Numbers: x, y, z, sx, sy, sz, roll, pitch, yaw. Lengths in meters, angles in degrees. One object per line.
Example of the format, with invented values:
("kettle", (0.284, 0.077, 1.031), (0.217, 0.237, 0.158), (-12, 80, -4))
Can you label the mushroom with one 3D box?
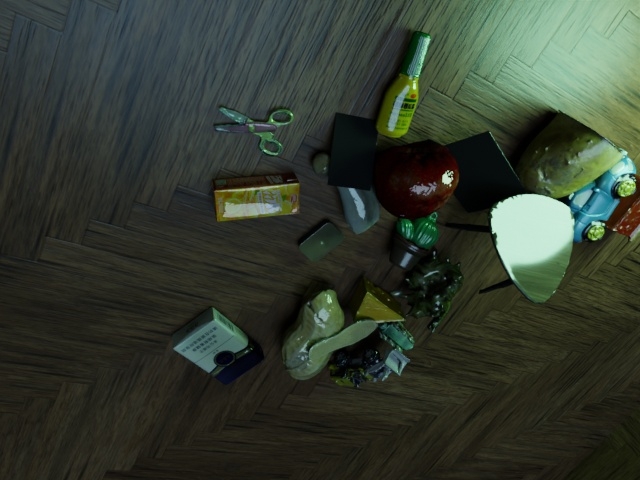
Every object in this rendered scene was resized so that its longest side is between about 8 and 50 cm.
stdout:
("mushroom", (0.081, -0.141, 1.397), (0.118, 0.103, 0.270), (-35, 116, -4))

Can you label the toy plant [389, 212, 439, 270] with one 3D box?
("toy plant", (0.283, -0.009, 1.551), (0.143, 0.105, 0.200), (26, 95, -16))

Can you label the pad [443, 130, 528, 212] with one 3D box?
("pad", (0.454, -0.187, 1.466), (0.202, 0.005, 0.300), (-14, 137, 40))

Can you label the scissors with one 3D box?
("scissors", (-0.168, -0.281, 1.259), (0.187, 0.020, 0.133), (9, 124, -25))

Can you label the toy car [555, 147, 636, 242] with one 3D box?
("toy car", (0.826, -0.149, 1.582), (0.166, 0.198, 0.314), (14, 119, -13))

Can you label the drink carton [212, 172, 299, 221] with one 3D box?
("drink carton", (-0.169, -0.116, 1.340), (0.223, 0.071, 0.096), (-6, 123, -15))

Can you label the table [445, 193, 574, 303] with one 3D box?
("table", (0.557, 0.036, 1.537), (0.317, 0.249, 0.317), (3, 83, -22))

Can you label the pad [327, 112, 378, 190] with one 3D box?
("pad", (0.087, -0.231, 1.334), (0.127, 0.004, 0.190), (6, 92, -22))

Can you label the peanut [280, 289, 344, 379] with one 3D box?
("peanut", (-0.024, 0.299, 1.626), (0.174, 0.158, 0.340), (26, 106, -12))

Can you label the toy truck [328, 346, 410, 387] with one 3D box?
("toy truck", (0.164, 0.446, 1.767), (0.286, 0.111, 0.136), (-17, 137, 33))

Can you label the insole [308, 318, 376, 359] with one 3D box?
("insole", (0.070, 0.307, 1.582), (0.248, 0.011, 0.081), (-22, 127, -22))

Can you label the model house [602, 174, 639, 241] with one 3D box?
("model house", (1.034, -0.112, 1.691), (0.254, 0.160, 0.196), (17, 116, -29))

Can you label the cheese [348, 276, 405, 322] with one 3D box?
("cheese", (0.197, 0.210, 1.655), (0.171, 0.093, 0.126), (16, 118, -14))

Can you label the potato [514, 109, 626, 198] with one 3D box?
("potato", (0.691, -0.220, 1.482), (0.229, 0.229, 0.266), (24, 120, -30))

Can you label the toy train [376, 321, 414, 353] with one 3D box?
("toy train", (0.249, 0.304, 1.736), (0.081, 0.125, 0.194), (-38, 130, 12))

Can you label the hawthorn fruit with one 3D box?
("hawthorn fruit", (0.250, -0.149, 1.388), (0.230, 0.210, 0.266), (-31, 158, -26))

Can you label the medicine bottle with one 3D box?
("medicine bottle", (0.214, -0.392, 1.284), (0.095, 0.064, 0.260), (3, 121, -23))

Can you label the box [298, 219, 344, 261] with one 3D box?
("box", (0.000, 0.000, 1.501), (0.126, 0.031, 0.091), (-40, 126, 10))

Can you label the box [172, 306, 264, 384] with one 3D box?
("box", (-0.319, 0.339, 1.602), (0.168, 0.071, 0.259), (-36, 126, 7))

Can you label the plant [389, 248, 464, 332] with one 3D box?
("plant", (0.386, 0.168, 1.731), (0.251, 0.180, 0.333), (-44, 158, 5))
